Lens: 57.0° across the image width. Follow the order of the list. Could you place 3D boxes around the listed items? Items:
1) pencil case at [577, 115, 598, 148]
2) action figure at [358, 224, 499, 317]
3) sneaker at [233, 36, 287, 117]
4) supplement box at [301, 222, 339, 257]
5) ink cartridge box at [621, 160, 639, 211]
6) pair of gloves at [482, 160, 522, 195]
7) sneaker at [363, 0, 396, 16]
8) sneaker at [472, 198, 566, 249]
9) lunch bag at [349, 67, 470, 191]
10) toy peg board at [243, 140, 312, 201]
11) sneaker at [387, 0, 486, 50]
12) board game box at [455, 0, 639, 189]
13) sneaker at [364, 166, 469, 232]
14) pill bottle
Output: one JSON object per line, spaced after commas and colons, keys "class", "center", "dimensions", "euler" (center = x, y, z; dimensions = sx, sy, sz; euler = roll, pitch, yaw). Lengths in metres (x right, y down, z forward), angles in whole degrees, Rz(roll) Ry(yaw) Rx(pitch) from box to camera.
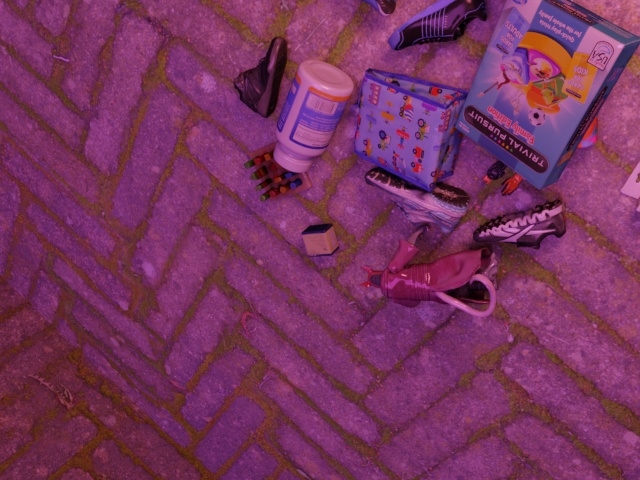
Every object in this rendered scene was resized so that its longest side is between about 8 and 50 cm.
{"class": "pencil case", "center": [0.538, -0.308, 1.256], "dimensions": [0.104, 0.104, 0.237], "euler": [5, 116, 29]}
{"class": "action figure", "center": [0.276, 0.123, 1.548], "dimensions": [0.369, 0.276, 0.248], "euler": [-3, 120, 17]}
{"class": "sneaker", "center": [-0.168, -0.457, 1.600], "dimensions": [0.130, 0.087, 0.228], "euler": [28, 132, 7]}
{"class": "supplement box", "center": [0.000, 0.000, 1.766], "dimensions": [0.083, 0.056, 0.083], "euler": [-5, 112, 32]}
{"class": "ink cartridge box", "center": [0.761, -0.094, 1.256], "dimensions": [0.198, 0.067, 0.115], "euler": [28, 127, 15]}
{"class": "pair of gloves", "center": [0.449, -0.153, 1.447], "dimensions": [0.083, 0.010, 0.074], "euler": [41, 130, 9]}
{"class": "sneaker", "center": [0.097, -0.601, 1.379], "dimensions": [0.211, 0.080, 0.081], "euler": [54, 136, 7]}
{"class": "sneaker", "center": [0.492, -0.017, 1.451], "dimensions": [0.234, 0.078, 0.106], "euler": [-20, 101, 34]}
{"class": "lunch bag", "center": [0.194, -0.287, 1.465], "dimensions": [0.293, 0.138, 0.221], "euler": [26, 129, 28]}
{"class": "toy peg board", "center": [-0.134, -0.196, 1.726], "dimensions": [0.160, 0.079, 0.161], "euler": [-15, 107, 36]}
{"class": "sneaker", "center": [0.262, -0.481, 1.335], "dimensions": [0.232, 0.081, 0.091], "euler": [-25, 94, 36]}
{"class": "board game box", "center": [0.447, -0.314, 1.216], "dimensions": [0.254, 0.079, 0.336], "euler": [45, 141, 28]}
{"class": "sneaker", "center": [0.237, -0.101, 1.540], "dimensions": [0.282, 0.110, 0.122], "euler": [25, 129, 17]}
{"class": "pill bottle", "center": [-0.030, -0.319, 1.552], "dimensions": [0.152, 0.152, 0.272], "euler": [35, 128, 10]}
